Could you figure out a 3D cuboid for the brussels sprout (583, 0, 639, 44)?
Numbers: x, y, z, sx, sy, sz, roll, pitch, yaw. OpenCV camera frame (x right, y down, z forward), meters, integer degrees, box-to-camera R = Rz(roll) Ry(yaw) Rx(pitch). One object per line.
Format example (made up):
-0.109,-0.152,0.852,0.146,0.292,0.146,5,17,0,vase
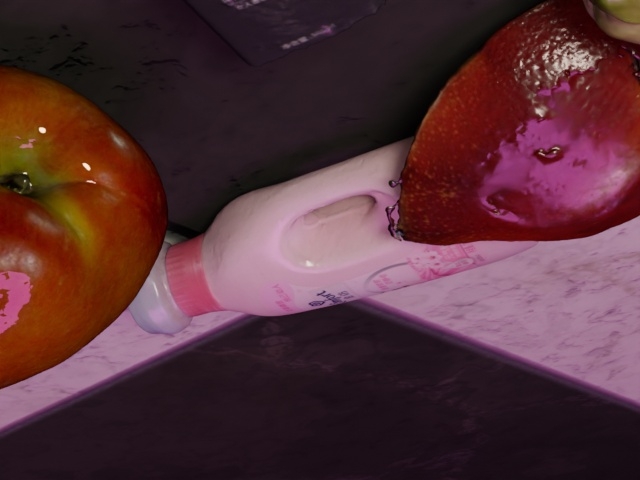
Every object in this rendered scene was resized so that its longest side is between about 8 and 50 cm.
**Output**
0.224,-0.171,0.678,0.155,0.117,0.155,12,156,5,brussels sprout

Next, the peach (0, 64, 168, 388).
-0.220,-0.003,0.775,0.244,0.199,0.243,-19,166,-5,peach

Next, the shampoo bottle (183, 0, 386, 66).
-0.073,-0.194,0.584,0.098,0.071,0.309,-17,151,21,shampoo bottle

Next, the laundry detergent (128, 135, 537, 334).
0.000,0.000,0.980,0.335,0.087,0.159,-16,143,15,laundry detergent

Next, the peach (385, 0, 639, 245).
0.168,-0.068,0.831,0.279,0.068,0.189,-37,122,12,peach
